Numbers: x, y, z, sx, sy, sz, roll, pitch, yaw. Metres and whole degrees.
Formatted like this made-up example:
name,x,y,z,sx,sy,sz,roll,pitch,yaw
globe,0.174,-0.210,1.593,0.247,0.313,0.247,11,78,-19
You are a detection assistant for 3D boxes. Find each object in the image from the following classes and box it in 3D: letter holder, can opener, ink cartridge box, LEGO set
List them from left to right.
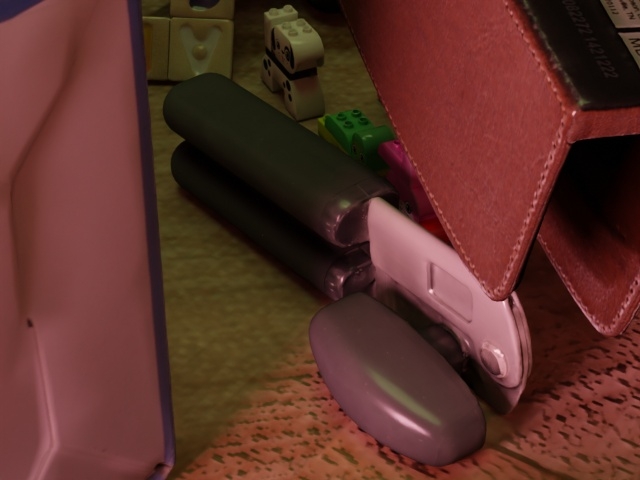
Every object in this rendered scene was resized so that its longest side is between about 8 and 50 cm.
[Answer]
name,x,y,z,sx,sy,sz,roll,pitch,yaw
ink cartridge box,-0.257,-0.042,0.679,0.395,0.270,0.151,24,41,30
can opener,0.000,0.000,0.781,0.093,0.074,0.280,-22,41,-26
LEGO set,0.045,-0.088,0.885,0.087,0.093,0.227,-16,38,-19
letter holder,0.096,-0.095,0.744,0.152,0.214,0.302,-6,51,-20

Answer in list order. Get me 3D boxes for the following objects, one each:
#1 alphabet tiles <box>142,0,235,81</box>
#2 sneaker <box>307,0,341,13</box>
name,x,y,z,sx,sy,sz,roll,pitch,yaw
alphabet tiles,-0.169,-0.200,0.977,0.237,0.198,0.009,2,5,4
sneaker,-0.028,-0.296,1.012,0.147,0.330,0.129,-35,12,-26
